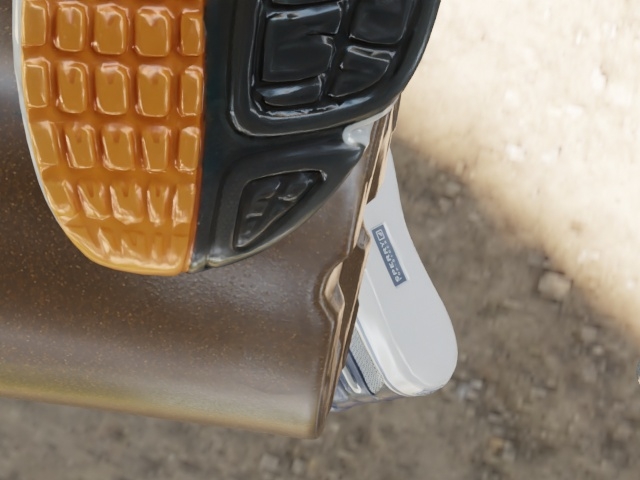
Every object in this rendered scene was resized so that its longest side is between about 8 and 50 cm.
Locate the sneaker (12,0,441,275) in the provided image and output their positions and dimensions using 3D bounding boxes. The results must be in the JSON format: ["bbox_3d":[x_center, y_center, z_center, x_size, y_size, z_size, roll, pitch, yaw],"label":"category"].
[{"bbox_3d":[-0.027,-0.124,0.459,0.099,0.121,0.262,6,98,-18],"label":"sneaker"}]

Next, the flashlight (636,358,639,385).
[{"bbox_3d":[0.298,0.180,1.148,0.103,0.304,0.103,-13,143,-10],"label":"flashlight"}]

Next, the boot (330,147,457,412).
[{"bbox_3d":[0.000,0.000,0.994,0.086,0.069,0.190,-20,88,43],"label":"boot"}]

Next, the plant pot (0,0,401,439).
[{"bbox_3d":[-0.065,-0.016,0.584,0.165,0.167,0.167,11,125,4],"label":"plant pot"}]
